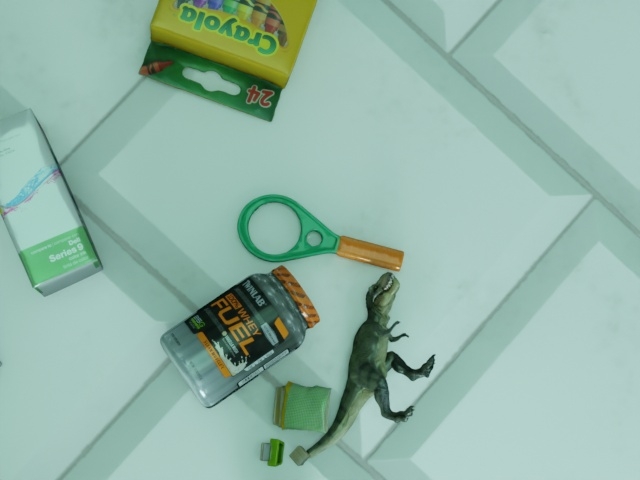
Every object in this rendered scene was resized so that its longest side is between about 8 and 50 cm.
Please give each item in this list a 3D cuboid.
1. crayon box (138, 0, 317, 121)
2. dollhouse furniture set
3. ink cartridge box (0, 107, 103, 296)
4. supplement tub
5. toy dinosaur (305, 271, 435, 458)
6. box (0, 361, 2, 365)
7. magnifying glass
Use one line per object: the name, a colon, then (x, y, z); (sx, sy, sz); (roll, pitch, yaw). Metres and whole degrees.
crayon box: (-0.102, -0.344, 1.733); (0.202, 0.081, 0.319); (19, 82, -5)
dollhouse furniture set: (-0.037, 0.260, 1.670); (0.076, 0.058, 0.152); (2, 81, 23)
ink cartridge box: (-0.362, -0.046, 1.631); (0.093, 0.154, 0.212); (-25, 87, -9)
supplement tub: (-0.103, 0.121, 1.662); (0.190, 0.117, 0.117); (-35, 89, -9)
toy dinosaur: (0.080, 0.182, 1.706); (0.118, 0.064, 0.268); (20, 84, 14)
box: (-0.479, 0.158, 1.628); (0.102, 0.087, 0.101); (45, 81, 0)
magnifying glass: (0.000, 0.000, 1.737); (0.231, 0.026, 0.092); (14, 82, -3)
